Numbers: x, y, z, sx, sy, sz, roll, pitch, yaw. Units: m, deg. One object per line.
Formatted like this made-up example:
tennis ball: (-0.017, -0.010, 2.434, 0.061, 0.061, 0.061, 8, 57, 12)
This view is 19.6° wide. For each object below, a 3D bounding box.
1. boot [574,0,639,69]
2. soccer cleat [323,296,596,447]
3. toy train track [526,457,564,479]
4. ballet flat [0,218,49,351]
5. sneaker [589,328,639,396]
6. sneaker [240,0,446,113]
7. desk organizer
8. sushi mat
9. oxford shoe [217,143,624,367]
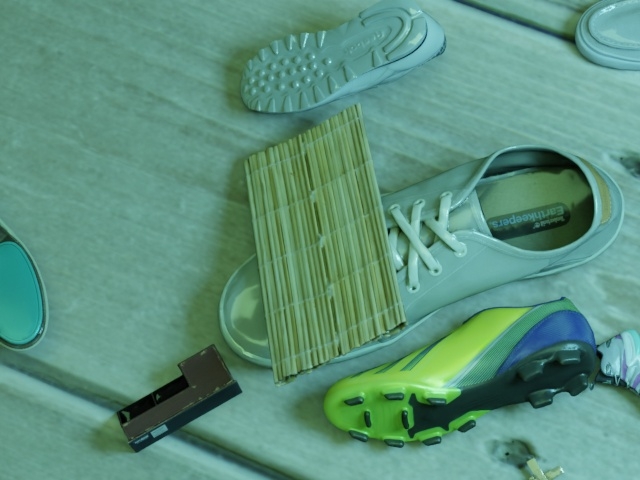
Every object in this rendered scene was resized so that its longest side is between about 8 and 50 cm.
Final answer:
boot: (0.404, -0.252, 1.990, 0.258, 0.123, 0.095, -7, 72, 3)
soccer cleat: (0.143, 0.133, 1.929, 0.289, 0.093, 0.121, -15, 42, 5)
toy train track: (0.213, 0.256, 1.910, 0.083, 0.014, 0.048, -29, 80, 2)
ballet flat: (-0.362, 0.014, 2.004, 0.086, 0.086, 0.248, -27, 78, -3)
sneaker: (0.313, 0.146, 1.923, 0.069, 0.038, 0.098, -22, 63, 0)
sneaker: (0.024, -0.188, 2.031, 0.235, 0.095, 0.090, -17, 76, 21)
desk organizer: (-0.153, 0.166, 1.953, 0.130, 0.047, 0.050, -30, 70, -4)
sushi mat: (0.000, 0.000, 1.914, 0.151, 0.019, 0.316, -24, 47, 15)
oxford shoe: (0.101, 0.007, 1.938, 0.449, 0.130, 0.169, -18, 75, 1)
